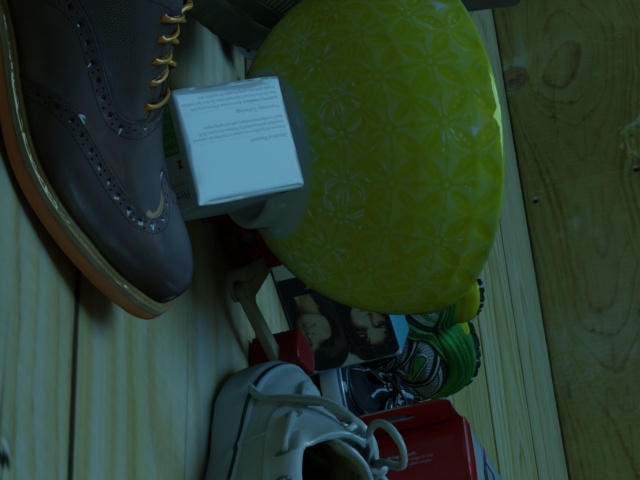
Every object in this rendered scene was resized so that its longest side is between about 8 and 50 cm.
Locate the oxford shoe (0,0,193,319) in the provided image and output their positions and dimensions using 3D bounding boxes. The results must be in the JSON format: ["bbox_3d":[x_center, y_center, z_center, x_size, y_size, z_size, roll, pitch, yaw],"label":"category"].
[{"bbox_3d":[-0.139,-0.114,1.177,0.130,0.132,0.364,-81,154,-62],"label":"oxford shoe"}]

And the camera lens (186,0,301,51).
[{"bbox_3d":[0.001,-0.316,1.556,0.219,0.274,0.219,31,41,-32],"label":"camera lens"}]

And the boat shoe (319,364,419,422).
[{"bbox_3d":[0.060,0.167,1.854,0.228,0.076,0.080,51,27,-62],"label":"boat shoe"}]

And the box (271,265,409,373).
[{"bbox_3d":[0.000,0.000,1.730,0.060,0.100,0.244,-66,139,-68],"label":"box"}]

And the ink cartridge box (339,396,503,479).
[{"bbox_3d":[0.101,0.247,1.810,0.231,0.134,0.078,56,23,-54],"label":"ink cartridge box"}]

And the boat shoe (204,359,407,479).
[{"bbox_3d":[-0.004,0.183,1.374,0.367,0.156,0.136,-65,139,-70],"label":"boat shoe"}]

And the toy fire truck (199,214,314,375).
[{"bbox_3d":[-0.060,0.021,1.564,0.192,0.047,0.135,58,25,-46],"label":"toy fire truck"}]

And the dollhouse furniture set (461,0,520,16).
[{"bbox_3d":[0.141,-0.447,1.795,0.303,0.173,0.356,42,61,-37],"label":"dollhouse furniture set"}]

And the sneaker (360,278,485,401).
[{"bbox_3d":[0.085,0.089,1.978,0.134,0.146,0.343,61,-9,26],"label":"sneaker"}]

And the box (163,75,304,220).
[{"bbox_3d":[-0.087,-0.064,1.343,0.102,0.101,0.087,-13,88,-38],"label":"box"}]

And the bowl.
[{"bbox_3d":[0.005,-0.073,1.451,0.289,0.156,0.290,24,-63,59],"label":"bowl"}]

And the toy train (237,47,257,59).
[{"bbox_3d":[-0.061,-0.247,1.799,0.184,0.080,0.105,-83,161,-60],"label":"toy train"}]
